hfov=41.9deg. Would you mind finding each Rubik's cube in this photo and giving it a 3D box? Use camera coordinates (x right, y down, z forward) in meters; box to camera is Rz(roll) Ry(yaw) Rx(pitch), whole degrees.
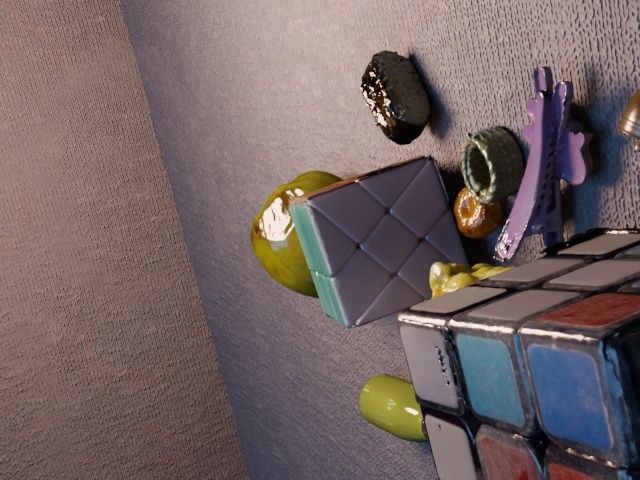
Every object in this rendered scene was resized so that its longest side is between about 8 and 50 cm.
[{"bbox_3d":[0.341,0.195,0.888,0.363,0.362,0.359,4,107,64],"label":"Rubik's cube"},{"bbox_3d":[0.093,0.001,1.403,0.224,0.221,0.231,-171,62,-80],"label":"Rubik's cube"}]

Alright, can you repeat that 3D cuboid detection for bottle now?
[{"bbox_3d":[0.179,0.341,1.661,0.260,0.112,0.112,6,113,64],"label":"bottle"}]

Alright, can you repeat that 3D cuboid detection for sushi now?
[{"bbox_3d":[0.125,-0.235,1.378,0.150,0.090,0.078,65,152,17],"label":"sushi"}]

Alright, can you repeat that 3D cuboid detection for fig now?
[{"bbox_3d":[0.000,0.000,1.669,0.271,0.239,0.239,44,157,-7],"label":"fig"}]

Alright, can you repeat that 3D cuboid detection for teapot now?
[{"bbox_3d":[0.396,-0.128,0.934,0.110,0.085,0.080,26,112,20],"label":"teapot"}]

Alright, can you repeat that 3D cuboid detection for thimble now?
[{"bbox_3d":[0.251,-0.112,1.228,0.084,0.062,0.110,7,114,64],"label":"thimble"}]

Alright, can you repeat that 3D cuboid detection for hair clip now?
[{"bbox_3d":[0.300,-0.097,1.123,0.137,0.090,0.279,-118,30,-51],"label":"hair clip"}]

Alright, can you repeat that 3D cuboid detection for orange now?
[{"bbox_3d":[0.245,-0.042,1.294,0.086,0.062,0.086,-23,60,49],"label":"orange"}]

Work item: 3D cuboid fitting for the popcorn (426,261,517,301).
[{"bbox_3d":[0.267,0.134,1.197,0.259,0.212,0.259,173,90,-66],"label":"popcorn"}]
